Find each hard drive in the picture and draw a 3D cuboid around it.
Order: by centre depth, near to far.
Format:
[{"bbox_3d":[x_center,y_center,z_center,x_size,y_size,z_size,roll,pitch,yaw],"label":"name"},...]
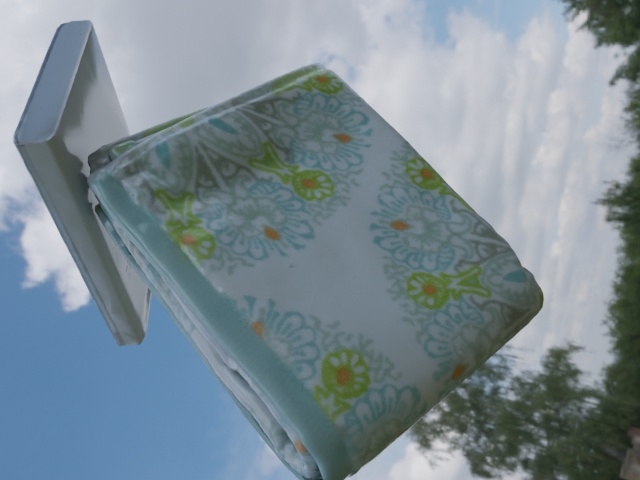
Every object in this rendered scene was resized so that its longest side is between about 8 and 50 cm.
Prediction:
[{"bbox_3d":[-0.240,-0.052,0.736,0.307,0.040,0.203,85,-179,-48],"label":"hard drive"}]

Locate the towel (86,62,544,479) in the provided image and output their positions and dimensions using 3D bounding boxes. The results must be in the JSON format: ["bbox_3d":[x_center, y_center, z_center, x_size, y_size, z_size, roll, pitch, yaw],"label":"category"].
[{"bbox_3d":[0.000,0.000,0.646,0.321,0.374,0.090,-31,-19,-31],"label":"towel"}]
